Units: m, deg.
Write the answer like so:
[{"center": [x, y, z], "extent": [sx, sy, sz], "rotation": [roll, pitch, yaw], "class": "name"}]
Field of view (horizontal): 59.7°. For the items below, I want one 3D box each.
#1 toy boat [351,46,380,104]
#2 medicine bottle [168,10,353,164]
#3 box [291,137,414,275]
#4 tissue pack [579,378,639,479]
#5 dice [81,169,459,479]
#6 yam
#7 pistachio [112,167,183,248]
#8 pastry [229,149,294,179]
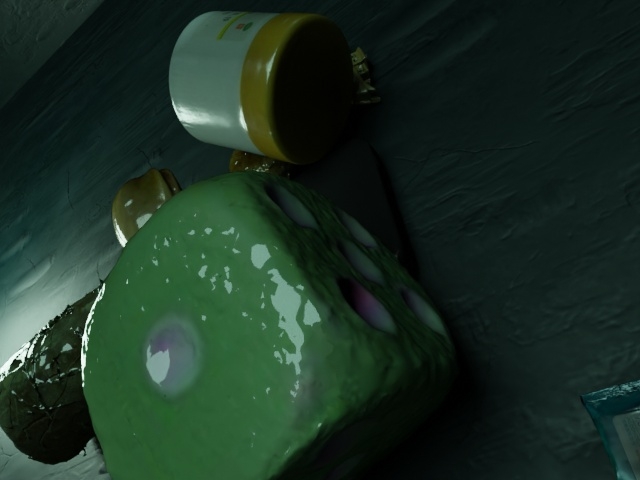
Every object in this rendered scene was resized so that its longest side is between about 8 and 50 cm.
[{"center": [0.062, -0.328, 1.066], "extent": [0.072, 0.064, 0.206], "rotation": [-27, 52, 3], "class": "toy boat"}, {"center": [-0.097, -0.267, 0.956], "extent": [0.232, 0.238, 0.238], "rotation": [18, 79, 31], "class": "medicine bottle"}, {"center": [0.000, 0.000, 0.921], "extent": [0.289, 0.073, 0.290], "rotation": [-32, 49, 23], "class": "box"}, {"center": [0.323, 0.208, 0.554], "extent": [0.085, 0.028, 0.138], "rotation": [-25, 47, 25], "class": "tissue pack"}, {"center": [-0.054, 0.134, 0.667], "extent": [0.322, 0.330, 0.318], "rotation": [-46, 60, 17], "class": "dice"}, {"center": [-0.432, 0.238, 1.054], "extent": [0.348, 0.241, 0.241], "rotation": [-41, 46, 12], "class": "yam"}, {"center": [-0.345, -0.016, 1.179], "extent": [0.213, 0.163, 0.260], "rotation": [-50, 54, 37], "class": "pistachio"}, {"center": [-0.114, -0.155, 1.103], "extent": [0.153, 0.081, 0.153], "rotation": [-14, 61, 27], "class": "pastry"}]
